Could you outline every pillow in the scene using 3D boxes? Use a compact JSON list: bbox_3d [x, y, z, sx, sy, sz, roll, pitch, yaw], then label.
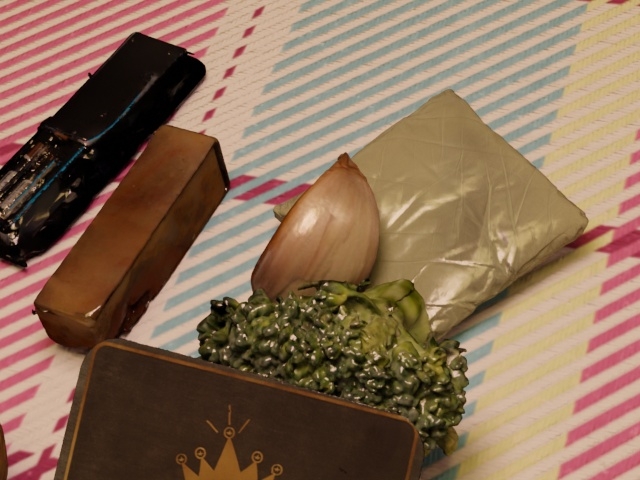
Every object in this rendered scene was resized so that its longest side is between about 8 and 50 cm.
[{"bbox_3d":[0.130,-0.025,1.740,0.274,0.076,0.281,-37,57,-10],"label":"pillow"}]

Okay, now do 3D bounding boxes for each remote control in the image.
[{"bbox_3d":[-0.313,-0.134,1.915,0.144,0.062,0.399,21,56,26],"label":"remote control"}]

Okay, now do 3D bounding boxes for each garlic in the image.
[{"bbox_3d":[0.008,0.005,1.663,0.115,0.128,0.207,31,91,13],"label":"garlic"}]

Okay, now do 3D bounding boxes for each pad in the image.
[{"bbox_3d":[-0.109,0.280,1.417,0.375,0.063,0.315,12,90,19],"label":"pad"}]

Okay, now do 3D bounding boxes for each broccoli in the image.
[{"bbox_3d":[0.023,0.136,1.552,0.288,0.248,0.245,45,35,16],"label":"broccoli"}]

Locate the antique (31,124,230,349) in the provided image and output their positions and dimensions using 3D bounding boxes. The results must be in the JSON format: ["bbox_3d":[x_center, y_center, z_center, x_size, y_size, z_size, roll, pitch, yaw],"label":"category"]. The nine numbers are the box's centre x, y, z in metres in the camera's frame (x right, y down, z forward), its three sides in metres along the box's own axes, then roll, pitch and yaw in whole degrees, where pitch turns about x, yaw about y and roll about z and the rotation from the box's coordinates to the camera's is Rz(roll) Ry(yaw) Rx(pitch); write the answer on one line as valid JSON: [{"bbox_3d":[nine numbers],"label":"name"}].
[{"bbox_3d":[-0.223,0.001,1.763,0.087,0.093,0.310,16,54,22],"label":"antique"}]

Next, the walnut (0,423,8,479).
[{"bbox_3d":[-0.472,0.239,1.482,0.332,0.333,0.333,-5,49,6],"label":"walnut"}]
